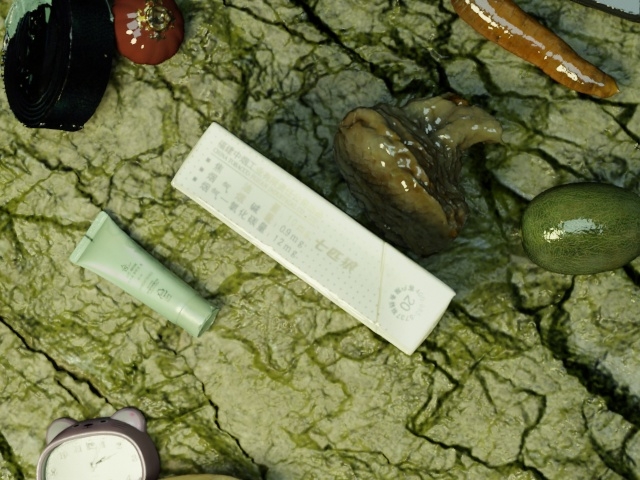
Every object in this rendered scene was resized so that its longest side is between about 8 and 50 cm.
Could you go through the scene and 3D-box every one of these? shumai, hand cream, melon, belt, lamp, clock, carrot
[{"bbox_3d":[0.130,-0.097,1.261,0.176,0.166,0.205,-35,97,-24],"label":"shumai"},{"bbox_3d":[-0.224,0.050,1.321,0.205,0.050,0.078,35,93,10],"label":"hand cream"},{"bbox_3d":[0.313,-0.015,1.244,0.168,0.114,0.114,-5,87,5],"label":"melon"},{"bbox_3d":[-0.333,-0.239,1.299,0.151,0.078,0.198,19,102,38],"label":"belt"},{"bbox_3d":[-0.221,-0.274,1.313,0.101,0.090,0.101,5,81,-33],"label":"lamp"},{"bbox_3d":[-0.288,0.276,1.314,0.153,0.050,0.110,-10,86,4],"label":"clock"},{"bbox_3d":[0.266,-0.247,1.287,0.248,0.059,0.059,36,91,3],"label":"carrot"}]

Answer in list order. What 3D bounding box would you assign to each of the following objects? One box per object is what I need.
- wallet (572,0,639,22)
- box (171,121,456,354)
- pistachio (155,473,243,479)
[{"bbox_3d":[0.382,-0.407,1.291,0.149,0.044,0.250,21,90,10],"label":"wallet"},{"bbox_3d":[0.000,0.000,1.222,0.330,0.210,0.095,37,92,6],"label":"box"},{"bbox_3d":[-0.193,0.385,1.246,0.293,0.162,0.181,-25,73,3],"label":"pistachio"}]
